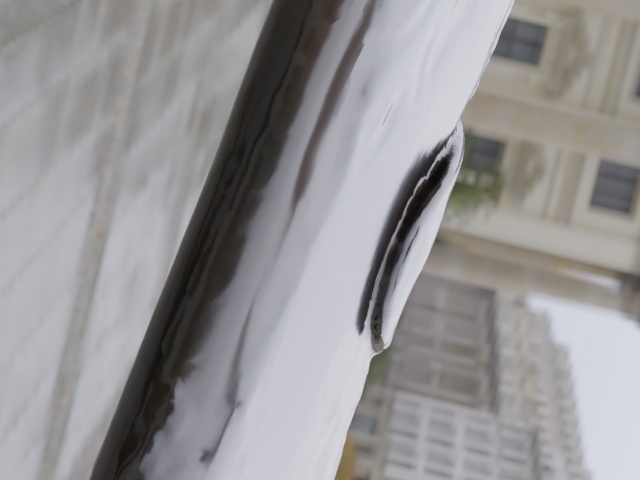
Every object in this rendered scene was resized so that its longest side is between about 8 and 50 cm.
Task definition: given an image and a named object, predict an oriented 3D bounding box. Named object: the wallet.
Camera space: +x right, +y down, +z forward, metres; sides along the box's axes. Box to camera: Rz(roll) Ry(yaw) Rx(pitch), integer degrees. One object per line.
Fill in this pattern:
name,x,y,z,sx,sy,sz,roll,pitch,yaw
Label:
wallet,0.000,0.000,0.602,0.165,0.042,0.309,-1,113,-69
